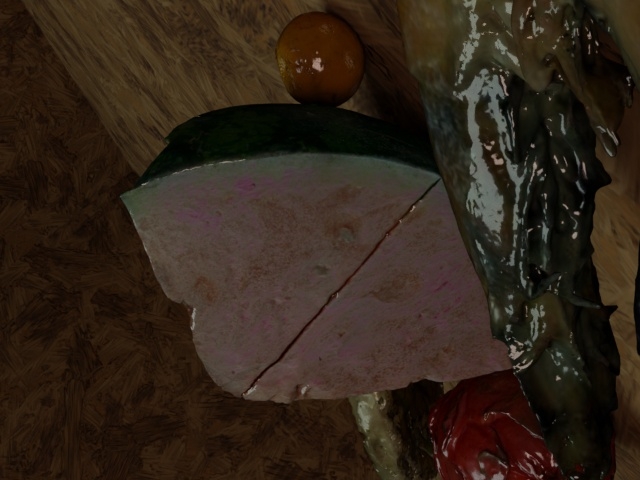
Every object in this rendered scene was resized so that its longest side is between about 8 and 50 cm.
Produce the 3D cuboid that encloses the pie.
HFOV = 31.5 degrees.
[{"bbox_3d":[0.085,0.132,1.218,0.274,0.055,0.274,-7,-90,-70],"label":"pie"}]

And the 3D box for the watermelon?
[{"bbox_3d":[0.014,-0.020,0.962,0.222,0.319,0.292,-111,8,-54],"label":"watermelon"}]

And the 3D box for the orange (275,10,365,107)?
[{"bbox_3d":[0.001,-0.150,0.951,0.083,0.070,0.083,54,160,31],"label":"orange"}]

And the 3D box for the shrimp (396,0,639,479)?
[{"bbox_3d":[0.134,-0.026,0.572,0.272,0.085,0.445,-132,23,-56],"label":"shrimp"}]

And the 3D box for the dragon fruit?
[{"bbox_3d":[0.195,0.197,1.082,0.172,0.172,0.209,56,165,-28],"label":"dragon fruit"}]
